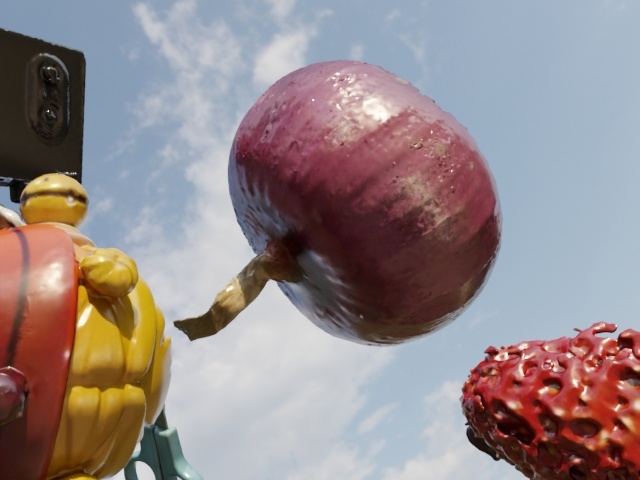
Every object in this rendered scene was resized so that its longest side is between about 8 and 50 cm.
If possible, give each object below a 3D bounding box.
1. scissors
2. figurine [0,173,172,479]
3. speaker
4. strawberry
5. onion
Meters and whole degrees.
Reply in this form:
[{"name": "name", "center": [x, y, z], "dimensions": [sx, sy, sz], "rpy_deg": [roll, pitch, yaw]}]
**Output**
[{"name": "scissors", "center": [-0.266, 0.269, 0.941], "dimensions": [0.029, 0.193, 0.447], "rpy_deg": [-31, -57, -54]}, {"name": "figurine", "center": [-0.255, 0.094, 0.477], "dimensions": [0.196, 0.323, 0.320], "rpy_deg": [13, -100, -53]}, {"name": "speaker", "center": [-0.523, -0.192, 0.933], "dimensions": [0.232, 0.184, 0.253], "rpy_deg": [4, -93, -50]}, {"name": "strawberry", "center": [0.163, 0.103, 0.317], "dimensions": [0.082, 0.188, 0.121], "rpy_deg": [55, -130, -53]}, {"name": "onion", "center": [0.035, -0.020, 0.699], "dimensions": [0.358, 0.358, 0.345], "rpy_deg": [81, -152, -46]}]
